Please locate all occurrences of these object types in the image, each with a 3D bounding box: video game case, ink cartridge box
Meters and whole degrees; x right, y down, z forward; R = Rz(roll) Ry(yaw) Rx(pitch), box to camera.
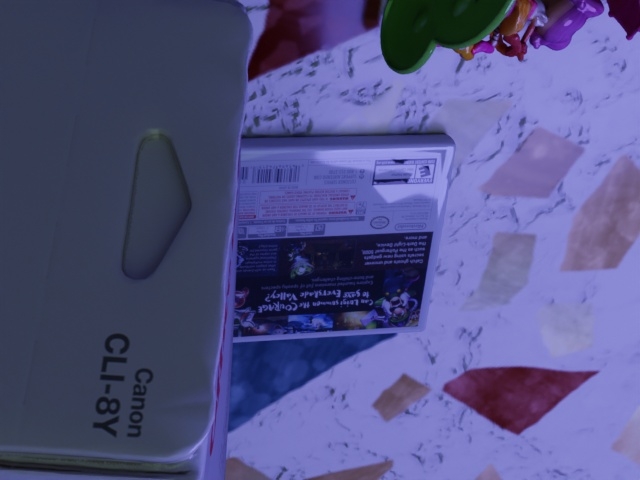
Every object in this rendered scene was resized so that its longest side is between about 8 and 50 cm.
[{"bbox_3d":[0.000,0.000,1.025,0.190,0.022,0.173,-2,122,-15],"label":"video game case"},{"bbox_3d":[-0.132,0.075,0.788,0.160,0.279,0.384,4,148,-3],"label":"ink cartridge box"}]

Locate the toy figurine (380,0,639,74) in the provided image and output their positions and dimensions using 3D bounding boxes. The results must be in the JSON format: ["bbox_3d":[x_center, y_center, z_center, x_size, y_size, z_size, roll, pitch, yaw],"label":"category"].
[{"bbox_3d":[0.151,-0.167,0.919,0.159,0.130,0.173,8,141,-31],"label":"toy figurine"}]
